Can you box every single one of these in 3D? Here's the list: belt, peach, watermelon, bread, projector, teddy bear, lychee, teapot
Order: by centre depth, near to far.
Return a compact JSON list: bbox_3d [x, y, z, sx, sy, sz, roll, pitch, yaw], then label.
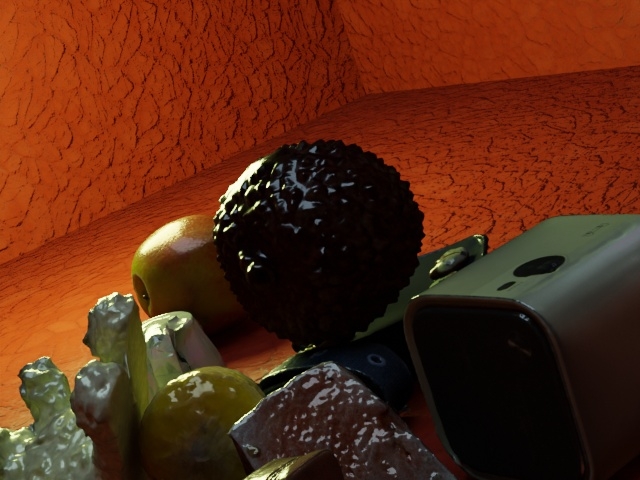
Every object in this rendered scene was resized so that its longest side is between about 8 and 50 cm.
[{"bbox_3d":[0.031,0.247,1.687,0.213,0.201,0.262,-31,21,-13],"label":"watermelon"},{"bbox_3d":[0.283,0.127,1.712,0.249,0.248,0.249,-28,17,-34],"label":"projector"},{"bbox_3d":[-0.136,0.260,1.898,0.197,0.197,0.170,-17,3,4],"label":"bread"},{"bbox_3d":[-0.407,0.270,1.943,0.362,0.375,0.327,-1,41,5],"label":"teddy bear"},{"bbox_3d":[0.022,0.203,2.017,0.218,0.122,0.128,-11,13,32],"label":"belt"},{"bbox_3d":[0.000,0.000,2.076,0.306,0.306,0.330,-4,12,44],"label":"lychee"},{"bbox_3d":[-0.237,0.206,2.216,0.163,0.178,0.221,-14,16,20],"label":"teapot"},{"bbox_3d":[-0.218,0.067,2.628,0.231,0.231,0.231,-17,14,5],"label":"peach"}]

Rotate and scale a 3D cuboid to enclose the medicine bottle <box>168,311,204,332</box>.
[{"bbox_3d":[-0.243,0.190,2.456,0.096,0.096,0.192,-18,15,2],"label":"medicine bottle"}]

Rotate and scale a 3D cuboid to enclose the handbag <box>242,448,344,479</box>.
[{"bbox_3d":[-0.010,0.316,1.498,0.072,0.193,0.151,-16,5,25],"label":"handbag"}]

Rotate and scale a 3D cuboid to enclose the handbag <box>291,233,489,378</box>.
[{"bbox_3d":[0.114,0.116,2.246,0.329,0.121,0.303,-16,15,16],"label":"handbag"}]
